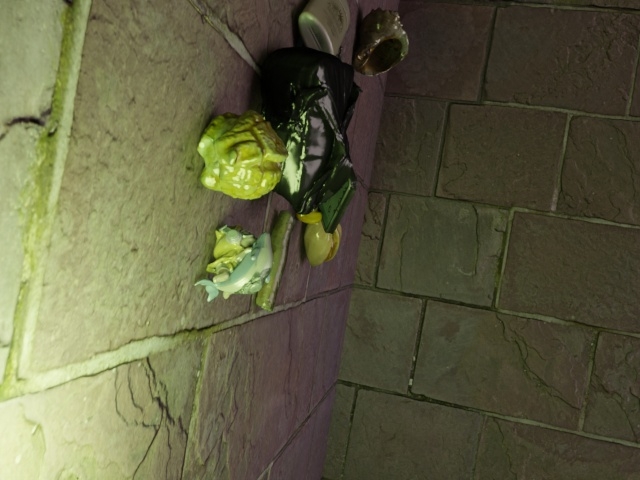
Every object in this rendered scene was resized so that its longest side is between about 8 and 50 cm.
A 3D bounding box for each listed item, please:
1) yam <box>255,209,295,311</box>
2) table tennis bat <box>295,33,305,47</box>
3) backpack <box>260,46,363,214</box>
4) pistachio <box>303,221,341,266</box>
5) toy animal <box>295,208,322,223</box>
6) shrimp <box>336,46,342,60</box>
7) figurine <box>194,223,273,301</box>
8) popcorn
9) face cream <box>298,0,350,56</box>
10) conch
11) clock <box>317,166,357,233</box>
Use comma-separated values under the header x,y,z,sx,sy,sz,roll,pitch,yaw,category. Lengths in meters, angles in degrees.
x,y,z,sx,sy,sz,roll,pitch,yaw,category
-0.138,0.059,1.679,0.071,0.067,0.317,108,-4,-76,yam
-0.028,-0.591,1.758,0.215,0.044,0.329,81,23,-46,table tennis bat
-0.031,-0.294,1.497,0.363,0.255,0.445,-40,141,-63,backpack
0.000,0.000,2.129,0.157,0.157,0.229,-63,165,-55,pistachio
-0.049,-0.112,1.969,0.082,0.091,0.114,-125,-159,-77,toy animal
0.036,-0.640,1.999,0.198,0.051,0.262,0,102,-77,shrimp
-0.197,0.050,1.253,0.208,0.184,0.128,-38,151,-13,figurine
-0.167,-0.175,1.137,0.167,0.187,0.185,-20,136,-36,popcorn
0.021,-0.695,1.712,0.173,0.081,0.348,59,31,-31,face cream
0.273,-0.917,2.529,0.324,0.263,0.186,-48,-159,14,conch
0.046,-0.201,1.922,0.279,0.049,0.273,117,-35,-46,clock
